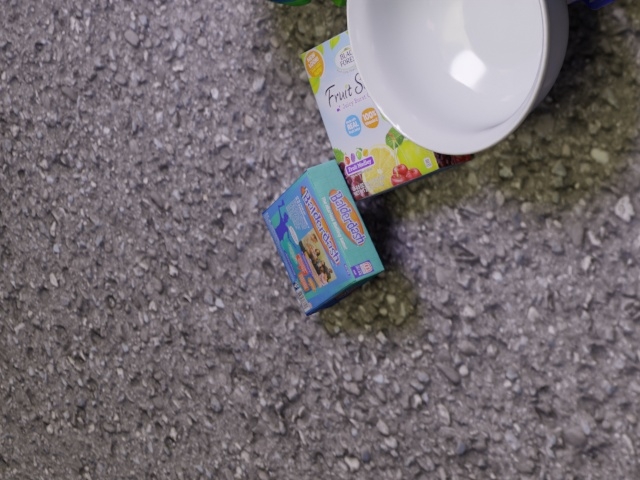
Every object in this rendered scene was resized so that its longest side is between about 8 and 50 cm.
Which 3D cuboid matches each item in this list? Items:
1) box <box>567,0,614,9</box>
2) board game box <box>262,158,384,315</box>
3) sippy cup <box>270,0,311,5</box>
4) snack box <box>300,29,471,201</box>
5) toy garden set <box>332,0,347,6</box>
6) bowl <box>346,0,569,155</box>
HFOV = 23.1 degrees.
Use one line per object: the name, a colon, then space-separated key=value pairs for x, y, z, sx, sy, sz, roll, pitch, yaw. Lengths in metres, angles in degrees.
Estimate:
box: x=0.293 y=-0.326 z=1.741 sx=0.081 sy=0.028 sz=0.136 roll=-23 pitch=84 yaw=47
board game box: x=0.000 y=0.000 z=2.087 sx=0.160 sy=0.047 sz=0.210 roll=67 pitch=157 yaw=6
sippy cup: x=-0.114 y=-0.394 z=1.928 sx=0.305 sy=0.224 sz=0.240 roll=-11 pitch=96 yaw=49
snack box: x=0.080 y=-0.170 z=1.980 sx=0.174 sy=0.070 sz=0.207 roll=-21 pitch=86 yaw=49
toy garden set: x=-0.002 y=-0.452 z=1.994 sx=0.244 sy=0.049 sz=0.204 roll=47 pitch=133 yaw=26
bowl: x=0.180 y=-0.253 z=1.801 sx=0.298 sy=0.134 sz=0.298 roll=17 pitch=115 yaw=43
